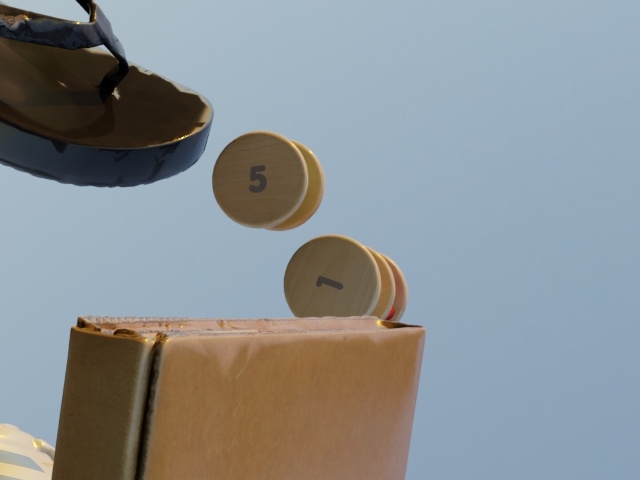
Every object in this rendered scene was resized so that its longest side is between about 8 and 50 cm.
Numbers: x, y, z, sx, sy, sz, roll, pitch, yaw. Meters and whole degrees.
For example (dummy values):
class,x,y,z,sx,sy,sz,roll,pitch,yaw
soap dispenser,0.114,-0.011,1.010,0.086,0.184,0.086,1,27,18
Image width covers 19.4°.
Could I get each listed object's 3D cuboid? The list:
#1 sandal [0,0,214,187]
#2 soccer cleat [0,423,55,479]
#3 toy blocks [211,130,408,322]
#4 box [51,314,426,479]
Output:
class,x,y,z,sx,sy,sz,roll,pitch,yaw
sandal,-0.153,-0.094,0.712,0.054,0.254,0.097,-58,-166,26
soccer cleat,-0.159,0.180,1.105,0.116,0.331,0.143,-61,180,36
toy blocks,0.000,0.000,1.062,0.054,0.123,0.148,-35,170,6
box,-0.022,0.117,0.416,0.021,0.164,0.201,8,-89,20
